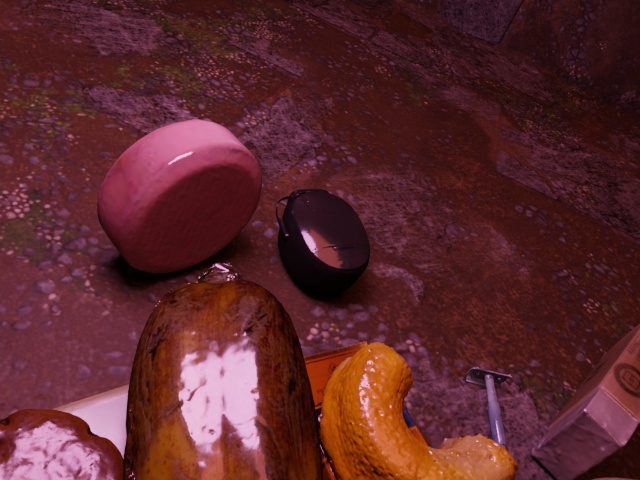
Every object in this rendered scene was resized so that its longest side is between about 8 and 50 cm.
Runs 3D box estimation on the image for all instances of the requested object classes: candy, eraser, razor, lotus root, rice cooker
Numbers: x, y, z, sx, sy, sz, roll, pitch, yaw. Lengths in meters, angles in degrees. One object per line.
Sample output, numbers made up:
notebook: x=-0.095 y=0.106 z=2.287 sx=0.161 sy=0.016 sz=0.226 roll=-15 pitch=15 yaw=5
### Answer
candy: x=-0.198 y=-0.061 z=0.860 sx=0.255 sy=0.255 sz=0.094 roll=-19 pitch=55 yaw=-40
eraser: x=0.470 y=0.245 z=0.921 sx=0.343 sy=0.144 sz=0.078 roll=-23 pitch=60 yaw=-43
razor: x=0.269 y=0.266 z=0.888 sx=0.068 sy=0.040 sz=0.135 roll=14 pitch=47 yaw=-10
lotus root: x=-0.102 y=0.184 z=0.603 sx=0.196 sy=0.179 sz=0.397 roll=7 pitch=41 yaw=-18
rice cooker: x=0.000 y=-0.001 z=0.983 sx=0.142 sy=0.118 sz=0.203 roll=-2 pitch=46 yaw=-27

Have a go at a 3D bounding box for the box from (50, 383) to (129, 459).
box: x=-0.212 y=0.257 z=0.646 sx=0.270 sy=0.045 sz=0.211 roll=-14 pitch=52 yaw=-37

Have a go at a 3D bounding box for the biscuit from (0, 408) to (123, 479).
biscuit: x=-0.288 y=0.257 z=0.543 sx=0.212 sy=0.036 sz=0.212 roll=12 pitch=41 yaw=-11

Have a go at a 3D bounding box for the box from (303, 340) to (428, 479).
box: x=0.047 y=0.257 z=0.758 sx=0.152 sy=0.070 sz=0.237 roll=-7 pitch=47 yaw=-32

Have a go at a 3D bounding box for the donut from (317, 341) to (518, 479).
donut: x=0.100 y=0.250 z=0.677 sx=0.259 sy=0.101 sz=0.152 roll=40 pitch=48 yaw=12

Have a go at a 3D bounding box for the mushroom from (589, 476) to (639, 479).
mushroom: x=0.473 y=0.380 z=0.801 sx=0.333 sy=0.107 sz=0.087 roll=10 pitch=77 yaw=-18
